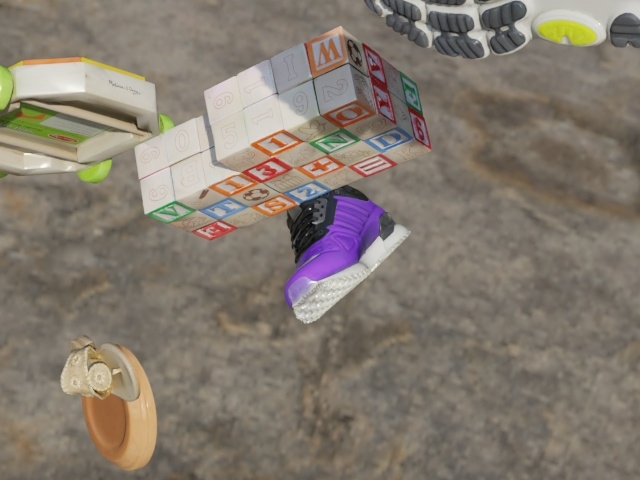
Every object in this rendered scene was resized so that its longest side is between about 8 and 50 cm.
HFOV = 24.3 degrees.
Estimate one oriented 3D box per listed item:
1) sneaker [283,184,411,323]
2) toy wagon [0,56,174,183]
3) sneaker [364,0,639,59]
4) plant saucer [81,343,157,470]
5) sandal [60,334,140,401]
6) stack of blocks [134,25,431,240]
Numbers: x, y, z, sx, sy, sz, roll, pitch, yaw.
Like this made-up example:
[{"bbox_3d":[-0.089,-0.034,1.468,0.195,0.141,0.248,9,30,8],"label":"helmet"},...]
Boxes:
[{"bbox_3d":[0.000,0.000,1.885,0.146,0.102,0.293,48,26,4],"label":"sneaker"},{"bbox_3d":[-0.360,-0.132,1.820,0.267,0.344,0.068,14,65,-47],"label":"toy wagon"},{"bbox_3d":[0.148,-0.184,0.989,0.275,0.107,0.110,9,36,22],"label":"sneaker"},{"bbox_3d":[-0.319,0.262,2.309,0.037,0.200,0.200,-9,36,-36],"label":"plant saucer"},{"bbox_3d":[-0.321,0.187,2.039,0.079,0.088,0.240,-24,15,-22],"label":"sandal"},{"bbox_3d":[-0.054,-0.107,1.603,0.171,0.297,0.087,26,48,-55],"label":"stack of blocks"}]
